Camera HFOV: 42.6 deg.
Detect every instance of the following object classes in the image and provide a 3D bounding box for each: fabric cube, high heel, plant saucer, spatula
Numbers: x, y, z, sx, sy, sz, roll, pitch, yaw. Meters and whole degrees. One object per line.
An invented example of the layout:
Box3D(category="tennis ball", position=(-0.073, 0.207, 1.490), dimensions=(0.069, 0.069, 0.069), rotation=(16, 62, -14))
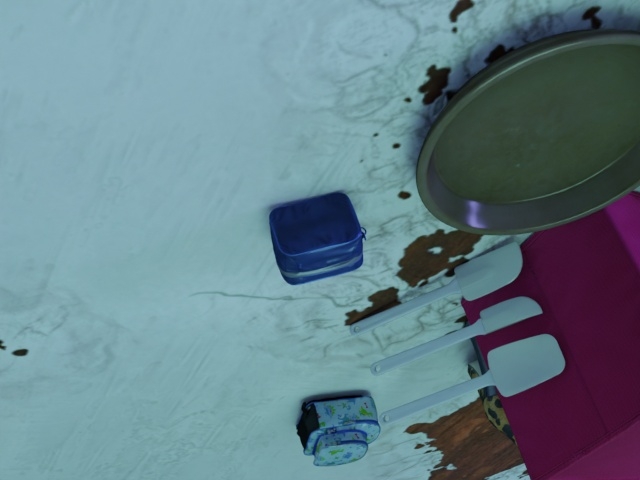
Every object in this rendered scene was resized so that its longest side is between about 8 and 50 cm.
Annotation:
Box3D(category="fabric cube", position=(0.371, 0.125, 0.982), dimensions=(0.254, 0.258, 0.259), rotation=(9, 138, -32))
Box3D(category="high heel", position=(0.274, 0.235, 1.154), dimensions=(0.093, 0.186, 0.261), rotation=(-25, 143, 13))
Box3D(category="plant saucer", position=(0.224, -0.101, 0.800), dimensions=(0.278, 0.041, 0.277), rotation=(-10, 145, -7))
Box3D(category="spatula", position=(0.153, 0.122, 0.978), dimensions=(0.242, 0.168, 0.019), rotation=(-27, 157, 23))

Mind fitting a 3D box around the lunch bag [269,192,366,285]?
Box3D(category="lunch bag", position=(0.000, 0.000, 0.835), dimensions=(0.099, 0.067, 0.065), rotation=(-13, 145, -6))

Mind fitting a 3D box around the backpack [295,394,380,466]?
Box3D(category="backpack", position=(0.031, 0.283, 1.218), dimensions=(0.114, 0.084, 0.105), rotation=(-8, 146, -15))
